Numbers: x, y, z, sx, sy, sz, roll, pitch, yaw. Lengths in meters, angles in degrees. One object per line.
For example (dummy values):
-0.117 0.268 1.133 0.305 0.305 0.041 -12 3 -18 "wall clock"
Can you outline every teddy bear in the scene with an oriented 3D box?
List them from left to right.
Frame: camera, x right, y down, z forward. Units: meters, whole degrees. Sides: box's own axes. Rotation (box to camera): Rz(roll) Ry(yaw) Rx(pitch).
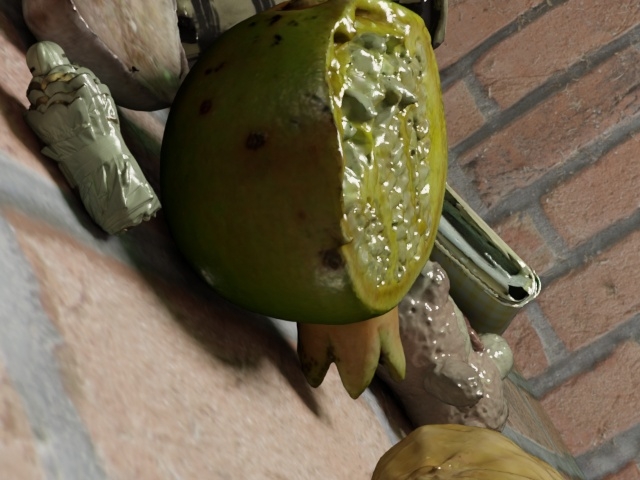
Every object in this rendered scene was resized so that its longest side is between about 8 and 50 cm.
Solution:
0.132 0.132 1.239 0.267 0.151 0.236 48 6 -18 "teddy bear"

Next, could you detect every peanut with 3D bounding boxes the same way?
0.120 0.236 0.812 0.192 0.169 0.387 55 6 16 "peanut"

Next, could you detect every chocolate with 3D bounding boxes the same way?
-0.209 -0.246 0.938 0.185 0.100 0.303 49 21 -53 "chocolate"

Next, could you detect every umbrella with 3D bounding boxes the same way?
-0.163 -0.071 0.732 0.067 0.062 0.143 -11 -74 63 "umbrella"

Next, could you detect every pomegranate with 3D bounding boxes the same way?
-0.020 -0.035 0.915 0.310 0.216 0.359 -54 146 -58 "pomegranate"

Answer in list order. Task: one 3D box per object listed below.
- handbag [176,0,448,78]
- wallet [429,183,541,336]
-0.033 -0.292 1.263 0.325 0.327 0.163 -96 -178 -71 "handbag"
0.155 0.064 1.390 0.223 0.077 0.309 43 -25 13 "wallet"
